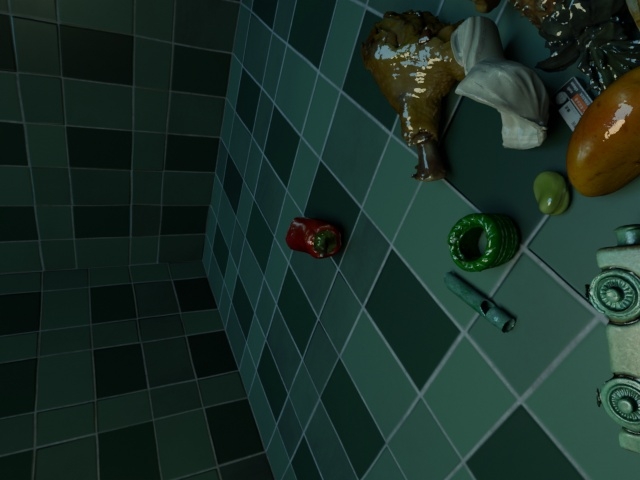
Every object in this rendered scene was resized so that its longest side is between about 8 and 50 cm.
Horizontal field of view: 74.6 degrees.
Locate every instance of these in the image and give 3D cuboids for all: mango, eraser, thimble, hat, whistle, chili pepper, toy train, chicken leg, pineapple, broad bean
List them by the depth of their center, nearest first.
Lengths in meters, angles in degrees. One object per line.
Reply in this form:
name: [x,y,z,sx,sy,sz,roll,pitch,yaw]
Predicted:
toy train: [0.477,0.137,0.574,0.159,0.129,0.327,-10,85,57]
mango: [0.437,-0.151,0.611,0.102,0.141,0.217,50,155,35]
pineapple: [0.405,-0.358,0.664,0.170,0.141,0.310,-46,60,52]
eraser: [0.440,-0.213,0.704,0.052,0.029,0.122,-52,49,50]
broad bean: [0.414,-0.087,0.754,0.063,0.045,0.083,129,139,-66]
hat: [0.344,-0.294,0.757,0.164,0.219,0.226,9,83,45]
thimble: [0.330,0.004,0.862,0.130,0.090,0.118,-13,83,61]
whistle: [0.337,0.129,0.915,0.186,0.039,0.039,46,131,51]
chicken leg: [0.243,-0.341,0.937,0.295,0.182,0.410,-11,86,44]
chili pepper: [0.004,-0.003,1.405,0.338,0.131,0.135,13,79,64]

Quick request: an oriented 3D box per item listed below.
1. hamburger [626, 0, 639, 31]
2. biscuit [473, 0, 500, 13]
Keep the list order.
hamburger: [0.483,-0.325,0.471,0.286,0.146,0.243,39,112,36]
biscuit: [0.336,-0.530,0.722,0.035,0.184,0.249,41,121,23]
